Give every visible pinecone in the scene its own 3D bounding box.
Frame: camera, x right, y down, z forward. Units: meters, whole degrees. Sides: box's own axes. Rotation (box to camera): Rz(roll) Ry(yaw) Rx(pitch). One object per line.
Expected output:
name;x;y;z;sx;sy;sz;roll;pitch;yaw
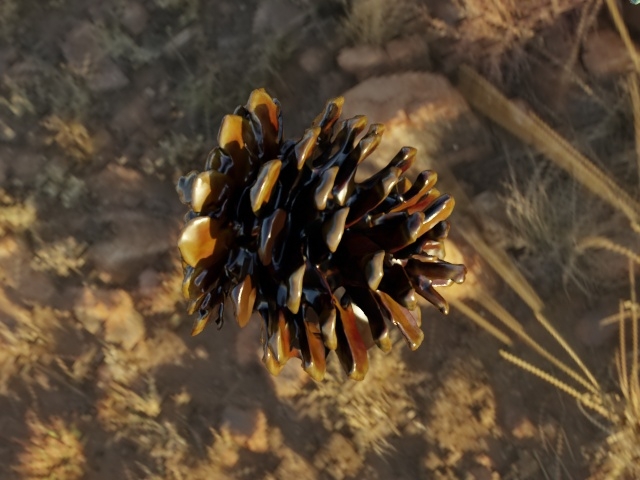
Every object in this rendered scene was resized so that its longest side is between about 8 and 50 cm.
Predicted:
pinecone;-0.002;0.006;1.184;0.264;0.264;0.264;-8;64;17

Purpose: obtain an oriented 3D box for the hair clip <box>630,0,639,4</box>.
hair clip;0.334;-0.306;1.630;0.173;0.049;0.049;21;74;44
